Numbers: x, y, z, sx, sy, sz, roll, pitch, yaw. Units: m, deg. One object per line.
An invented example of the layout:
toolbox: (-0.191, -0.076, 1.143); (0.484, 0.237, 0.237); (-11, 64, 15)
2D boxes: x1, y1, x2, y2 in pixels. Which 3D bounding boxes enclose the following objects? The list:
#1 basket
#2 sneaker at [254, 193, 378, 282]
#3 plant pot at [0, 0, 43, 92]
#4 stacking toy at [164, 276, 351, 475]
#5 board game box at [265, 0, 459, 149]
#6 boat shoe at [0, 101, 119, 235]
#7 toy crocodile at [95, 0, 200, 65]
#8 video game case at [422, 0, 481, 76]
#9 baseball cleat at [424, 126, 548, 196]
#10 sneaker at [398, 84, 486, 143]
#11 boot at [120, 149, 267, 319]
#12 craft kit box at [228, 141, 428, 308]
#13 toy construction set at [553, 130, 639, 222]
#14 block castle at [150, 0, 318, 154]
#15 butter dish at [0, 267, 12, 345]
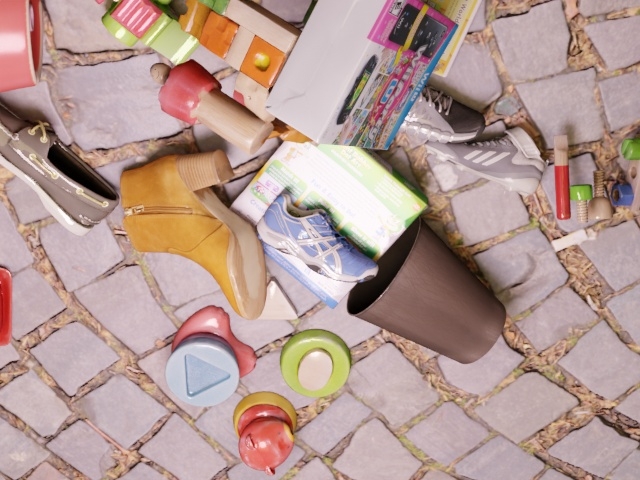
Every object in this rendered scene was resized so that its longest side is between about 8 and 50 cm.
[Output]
basket: (0.190, 0.100, 1.700); (0.227, 0.154, 0.204); (36, 82, -18)
sneaker: (0.000, 0.000, 1.611); (0.211, 0.080, 0.081); (26, 110, 1)
plant pot: (-0.543, -0.328, 1.477); (0.243, 0.275, 0.275); (-1, 113, -9)
stacking toy: (-0.105, 0.246, 1.772); (0.279, 0.130, 0.309); (-38, 108, 15)
board game box: (0.066, -0.248, 1.390); (0.097, 0.303, 0.224); (33, 104, 15)
boat shoe: (-0.456, -0.141, 1.627); (0.091, 0.109, 0.305); (-36, 114, 13)
toy crocodile: (-0.319, -0.392, 1.508); (0.115, 0.105, 0.340); (-39, 117, 14)
video game case: (0.149, -0.396, 1.559); (0.206, 0.026, 0.227); (21, 110, -8)
baseball cleat: (0.275, -0.149, 1.648); (0.206, 0.072, 0.109); (22, 97, -13)
sneaker: (0.160, -0.235, 1.580); (0.228, 0.086, 0.132); (8, 127, -3)
boot: (-0.216, 0.003, 1.653); (0.211, 0.104, 0.295); (-14, 92, 29)
craft kit box: (0.007, -0.055, 1.664); (0.250, 0.061, 0.247); (41, 110, -4)
toy construction set: (0.524, -0.156, 1.579); (0.308, 0.257, 0.237); (-4, 96, 13)
block castle: (-0.042, -0.358, 1.420); (0.213, 0.303, 0.453); (34, 112, 16)
butter dish: (-0.626, 0.128, 1.731); (0.160, 0.118, 0.160); (7, 112, -2)
